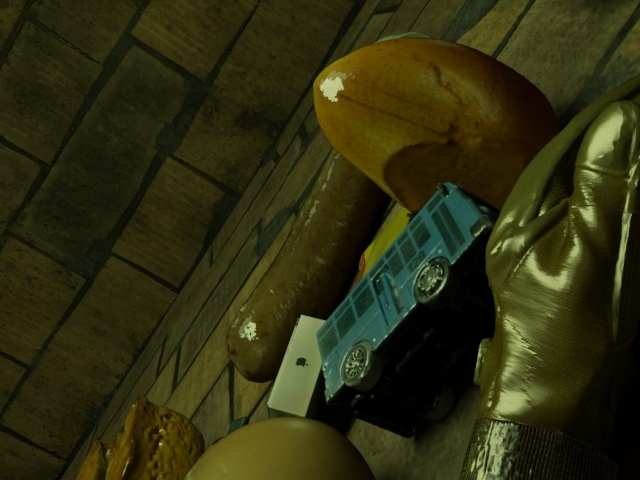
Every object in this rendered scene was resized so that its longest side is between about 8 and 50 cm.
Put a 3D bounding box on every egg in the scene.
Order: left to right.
[{"bbox_3d":[-0.036,0.261,0.620,0.201,0.201,0.244,-49,5,31],"label":"egg"}]

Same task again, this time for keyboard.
[{"bbox_3d":[-0.163,0.374,1.171,0.055,0.014,0.176,-39,24,51],"label":"keyboard"}]

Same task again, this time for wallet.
[{"bbox_3d":[0.083,0.065,0.904,0.141,0.067,0.241,-52,11,42],"label":"wallet"}]

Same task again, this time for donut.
[{"bbox_3d":[-0.347,0.496,1.238,0.435,0.163,0.378,-37,31,56],"label":"donut"}]

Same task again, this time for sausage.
[{"bbox_3d":[0.002,0.001,1.148,0.123,0.136,0.501,5,60,48],"label":"sausage"}]

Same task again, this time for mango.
[{"bbox_3d":[0.119,-0.131,0.778,0.187,0.257,0.138,-51,16,27],"label":"mango"}]

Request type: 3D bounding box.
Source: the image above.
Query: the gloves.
[{"bbox_3d":[0.179,0.036,0.464,0.141,0.154,0.331,-9,58,69],"label":"gloves"}]

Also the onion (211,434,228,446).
[{"bbox_3d":[-0.115,0.320,0.977,0.107,0.097,0.107,12,105,55],"label":"onion"}]

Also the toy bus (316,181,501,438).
[{"bbox_3d":[0.105,0.062,0.683,0.234,0.116,0.134,-51,26,22],"label":"toy bus"}]

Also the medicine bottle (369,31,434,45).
[{"bbox_3d":[0.130,-0.300,1.315,0.143,0.143,0.258,-59,16,-2],"label":"medicine bottle"}]

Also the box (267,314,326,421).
[{"bbox_3d":[-0.021,0.184,0.898,0.130,0.051,0.129,90,-164,-53],"label":"box"}]
